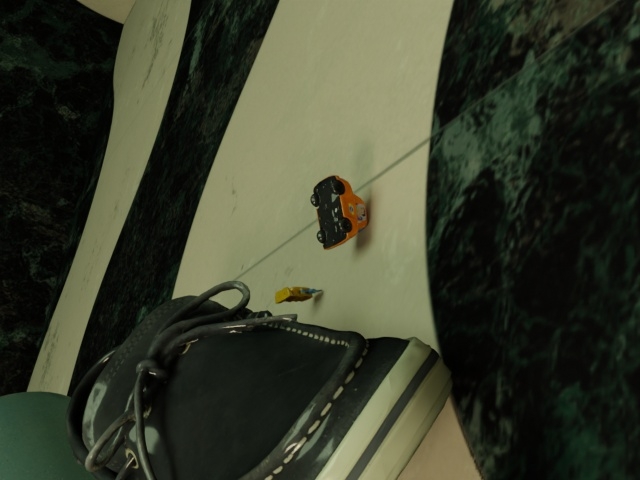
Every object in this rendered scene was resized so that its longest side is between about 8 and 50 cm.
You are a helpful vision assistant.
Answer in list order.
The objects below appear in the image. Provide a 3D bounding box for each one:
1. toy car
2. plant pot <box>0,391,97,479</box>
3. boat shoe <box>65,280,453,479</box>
[{"bbox_3d":[0.000,0.000,0.759,0.122,0.041,0.060,-49,52,40],"label":"toy car"},{"bbox_3d":[-0.328,0.346,1.032,0.195,0.290,0.290,35,108,39],"label":"plant pot"},{"bbox_3d":[-0.083,0.129,0.654,0.186,0.156,0.500,-51,12,-23],"label":"boat shoe"}]
